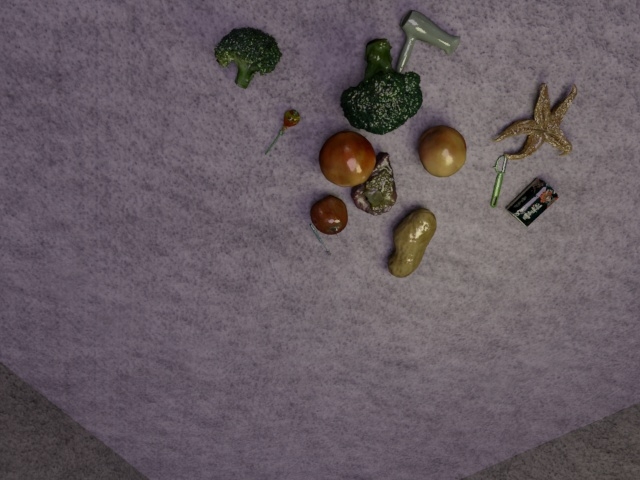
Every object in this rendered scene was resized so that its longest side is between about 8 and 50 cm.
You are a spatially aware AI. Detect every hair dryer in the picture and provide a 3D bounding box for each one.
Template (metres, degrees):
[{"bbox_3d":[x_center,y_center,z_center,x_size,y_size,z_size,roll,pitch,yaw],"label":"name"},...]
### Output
[{"bbox_3d":[0.328,-0.627,1.445,0.206,0.075,0.237,21,120,-19],"label":"hair dryer"}]

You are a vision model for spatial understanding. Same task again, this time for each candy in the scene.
[{"bbox_3d":[-0.145,-0.389,1.537,0.060,0.060,0.201,34,116,-17],"label":"candy"}]

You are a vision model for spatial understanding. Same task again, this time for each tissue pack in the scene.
[{"bbox_3d":[0.833,-0.148,1.667,0.103,0.090,0.170,35,110,-20],"label":"tissue pack"}]

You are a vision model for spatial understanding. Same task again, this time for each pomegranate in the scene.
[{"bbox_3d":[0.092,-0.287,1.505,0.209,0.209,0.209,-1,115,-2],"label":"pomegranate"}]

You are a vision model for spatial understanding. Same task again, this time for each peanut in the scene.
[{"bbox_3d":[0.355,0.012,1.702,0.148,0.147,0.318,15,119,-9],"label":"peanut"}]

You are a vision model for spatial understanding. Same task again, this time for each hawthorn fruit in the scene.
[{"bbox_3d":[0.035,-0.077,1.625,0.149,0.189,0.149,-3,160,-1],"label":"hawthorn fruit"}]

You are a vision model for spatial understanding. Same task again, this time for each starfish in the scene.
[{"bbox_3d":[0.806,-0.429,1.551,0.299,0.060,0.302,12,117,-3],"label":"starfish"}]

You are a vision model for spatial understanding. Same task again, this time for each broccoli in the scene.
[{"bbox_3d":[0.200,-0.496,1.409,0.298,0.297,0.297,0,81,-3],"label":"broccoli"},{"bbox_3d":[-0.241,-0.586,1.388,0.220,0.194,0.194,-2,118,-28],"label":"broccoli"}]

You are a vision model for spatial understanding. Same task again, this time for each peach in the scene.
[{"bbox_3d":[0.437,-0.323,1.522,0.184,0.184,0.184,-1,115,-2],"label":"peach"}]

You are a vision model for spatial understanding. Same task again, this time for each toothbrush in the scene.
[{"bbox_3d":[0.000,0.000,1.739,0.011,0.014,0.167,-25,114,18],"label":"toothbrush"}]

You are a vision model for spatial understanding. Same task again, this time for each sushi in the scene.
[{"bbox_3d":[0.229,-0.203,1.608,0.161,0.107,0.241,29,110,-19],"label":"sushi"}]

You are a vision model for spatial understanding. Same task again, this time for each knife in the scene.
[{"bbox_3d":[0.693,-0.229,1.664,0.054,0.015,0.212,1,115,-2],"label":"knife"}]
